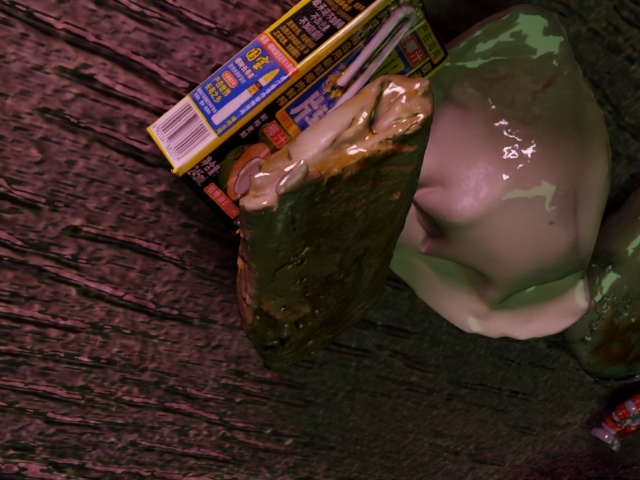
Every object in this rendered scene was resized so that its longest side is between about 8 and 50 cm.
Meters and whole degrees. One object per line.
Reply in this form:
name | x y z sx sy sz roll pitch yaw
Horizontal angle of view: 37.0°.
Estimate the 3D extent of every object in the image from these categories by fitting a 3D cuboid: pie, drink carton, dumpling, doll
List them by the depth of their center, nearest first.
pie | 0.000 0.000 0.546 0.128 0.068 0.282 -37 166 -17
drink carton | -0.010 -0.084 0.548 0.165 0.056 0.071 -39 140 3
dumpling | 0.106 -0.039 0.626 0.166 0.126 0.216 -7 144 8
pie | 0.310 0.034 0.843 0.240 0.054 0.240 -16 134 -17
doll | 0.358 0.162 0.967 0.180 0.079 0.094 -29 145 11
